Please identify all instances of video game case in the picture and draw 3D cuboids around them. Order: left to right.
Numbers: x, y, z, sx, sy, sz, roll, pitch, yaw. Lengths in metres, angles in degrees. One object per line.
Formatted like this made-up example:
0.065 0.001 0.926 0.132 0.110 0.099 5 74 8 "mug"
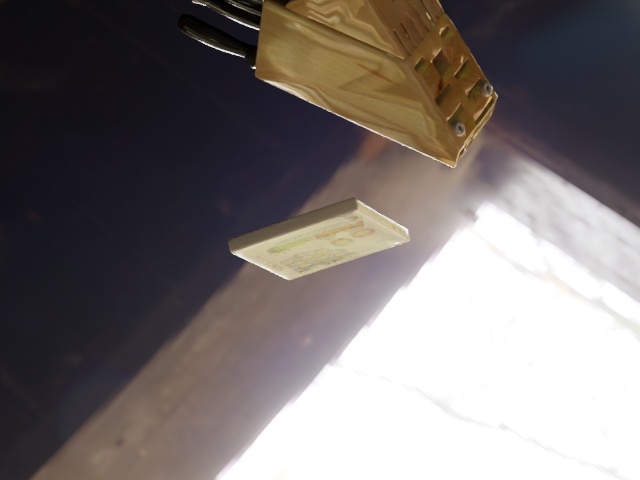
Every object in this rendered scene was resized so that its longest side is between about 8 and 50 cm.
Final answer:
0.000 0.000 2.075 0.157 0.019 0.143 -19 -22 22 "video game case"

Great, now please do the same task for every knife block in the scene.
-0.002 -0.180 1.745 0.276 0.242 0.088 56 -133 -20 "knife block"
